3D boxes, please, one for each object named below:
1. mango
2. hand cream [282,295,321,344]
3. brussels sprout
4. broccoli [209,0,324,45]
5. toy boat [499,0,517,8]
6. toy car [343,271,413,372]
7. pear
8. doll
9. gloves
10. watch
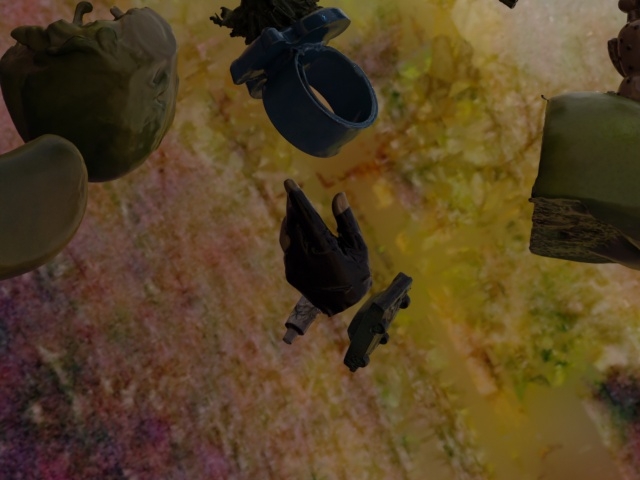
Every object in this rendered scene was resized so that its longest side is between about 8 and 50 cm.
[{"bbox_3d":[-0.308,-0.031,0.797,0.191,0.086,0.122,-35,98,-40],"label":"mango"},{"bbox_3d":[-0.010,0.152,1.863,0.084,0.257,0.050,22,-42,30],"label":"hand cream"},{"bbox_3d":[-0.417,-0.272,1.477,0.276,0.371,0.314,-31,98,-55],"label":"brussels sprout"},{"bbox_3d":[-0.102,-0.407,1.215,0.146,0.164,0.304,28,-1,20],"label":"broccoli"},{"bbox_3d":[0.324,-0.478,1.432,0.115,0.063,0.016,42,32,25],"label":"toy boat"},{"bbox_3d":[0.138,0.206,1.984,0.097,0.141,0.320,37,-37,13],"label":"toy car"},{"bbox_3d":[0.465,-0.082,1.142,0.342,0.318,0.238,48,55,-71],"label":"pear"},{"bbox_3d":[0.558,-0.288,1.342,0.119,0.154,0.277,5,95,-40],"label":"doll"},{"bbox_3d":[0.001,0.005,1.660,0.300,0.197,0.152,62,13,8],"label":"gloves"},{"bbox_3d":[-0.014,-0.227,1.202,0.193,0.211,0.211,57,9,5],"label":"watch"}]
